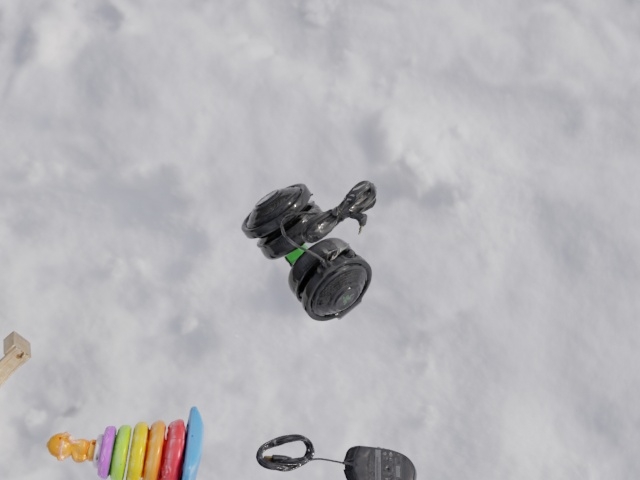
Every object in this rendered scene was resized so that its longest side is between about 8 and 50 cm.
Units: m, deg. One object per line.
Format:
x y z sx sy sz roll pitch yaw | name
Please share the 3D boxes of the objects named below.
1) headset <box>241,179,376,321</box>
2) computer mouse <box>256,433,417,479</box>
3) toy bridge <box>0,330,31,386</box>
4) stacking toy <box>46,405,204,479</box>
0.000 0.000 1.197 0.185 0.394 0.243 -38 84 -6 | headset
0.024 0.326 1.051 0.242 0.041 0.071 13 56 -11 | computer mouse
-0.373 0.170 0.731 0.188 0.026 0.063 -38 33 -4 | toy bridge
-0.397 0.431 1.472 0.302 0.165 0.175 9 38 -12 | stacking toy
